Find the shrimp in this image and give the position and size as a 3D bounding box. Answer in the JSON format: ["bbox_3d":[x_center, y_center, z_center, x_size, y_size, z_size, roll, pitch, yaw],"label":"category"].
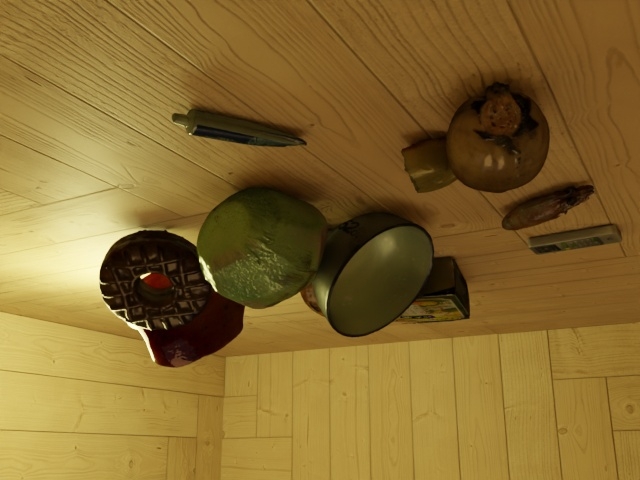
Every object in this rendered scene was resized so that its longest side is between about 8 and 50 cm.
[{"bbox_3d":[0.577,-0.080,1.749,0.154,0.062,0.294,-5,169,-27],"label":"shrimp"}]

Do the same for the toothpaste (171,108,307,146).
[{"bbox_3d":[-0.156,-0.210,1.345,0.268,0.047,0.069,6,149,-31],"label":"toothpaste"}]

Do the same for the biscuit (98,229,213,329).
[{"bbox_3d":[-0.475,0.118,2.021,0.332,0.103,0.332,-1,121,-2],"label":"biscuit"}]

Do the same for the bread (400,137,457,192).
[{"bbox_3d":[0.235,-0.158,1.445,0.125,0.086,0.156,-10,164,8],"label":"bread"}]

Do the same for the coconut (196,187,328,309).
[{"bbox_3d":[-0.128,0.019,1.698,0.328,0.281,0.328,-21,139,-19],"label":"coconut"}]

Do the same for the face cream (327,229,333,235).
[{"bbox_3d":[0.000,0.000,1.992,0.198,0.057,0.084,-4,155,6],"label":"face cream"}]

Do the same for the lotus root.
[{"bbox_3d":[0.327,-0.167,1.295,0.183,0.182,0.310,-4,168,13],"label":"lotus root"}]

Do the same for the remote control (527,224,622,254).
[{"bbox_3d":[0.738,0.000,2.033,0.250,0.034,0.103,-10,160,30],"label":"remote control"}]

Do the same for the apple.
[{"bbox_3d":[-0.439,0.235,2.283,0.365,0.328,0.295,-15,172,-26],"label":"apple"}]

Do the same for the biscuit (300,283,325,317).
[{"bbox_3d":[0.077,0.150,2.192,0.296,0.102,0.296,5,131,6],"label":"biscuit"}]

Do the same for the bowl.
[{"bbox_3d":[0.114,0.064,1.873,0.354,0.354,0.185,19,-162,-46],"label":"bowl"}]

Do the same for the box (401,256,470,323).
[{"bbox_3d":[0.314,0.188,2.455,0.373,0.138,0.420,-6,162,17],"label":"box"}]
